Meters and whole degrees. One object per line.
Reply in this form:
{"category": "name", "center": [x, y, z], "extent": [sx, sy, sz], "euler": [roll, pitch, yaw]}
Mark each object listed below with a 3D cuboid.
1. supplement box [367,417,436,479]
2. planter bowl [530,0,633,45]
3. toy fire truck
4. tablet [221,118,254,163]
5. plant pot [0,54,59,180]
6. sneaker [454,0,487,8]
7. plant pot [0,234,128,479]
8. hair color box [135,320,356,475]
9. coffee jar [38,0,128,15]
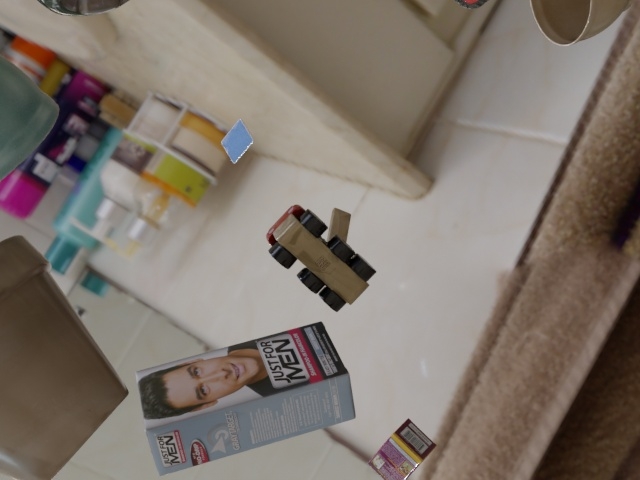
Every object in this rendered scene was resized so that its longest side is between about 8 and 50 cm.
{"category": "supplement box", "center": [0.109, 0.288, 1.281], "extent": [0.055, 0.043, 0.083], "euler": [43, 133, 13]}
{"category": "planter bowl", "center": [0.400, -0.380, 1.419], "extent": [0.109, 0.162, 0.162], "euler": [-13, -172, -17]}
{"category": "toy fire truck", "center": [0.000, 0.000, 1.982], "extent": [0.217, 0.158, 0.246], "euler": [41, -175, -20]}
{"category": "tablet", "center": [-0.160, -0.192, 1.840], "extent": [0.083, 0.006, 0.054], "euler": [-43, 74, 44]}
{"category": "plant pot", "center": [-0.544, -0.177, 1.323], "extent": [0.293, 0.293, 0.196], "euler": [22, 151, 57]}
{"category": "sneaker", "center": [0.233, -0.463, 1.366], "extent": [0.104, 0.262, 0.125], "euler": [4, -173, 18]}
{"category": "plant pot", "center": [-0.444, 0.199, 1.384], "extent": [0.280, 0.323, 0.323], "euler": [42, 174, -2]}
{"category": "hair color box", "center": [-0.143, 0.288, 1.774], "extent": [0.185, 0.374, 0.114], "euler": [-122, 19, -59]}
{"category": "coffee jar", "center": [-0.154, -0.192, 0.448], "extent": [0.184, 0.096, 0.079], "euler": [39, -144, 17]}
